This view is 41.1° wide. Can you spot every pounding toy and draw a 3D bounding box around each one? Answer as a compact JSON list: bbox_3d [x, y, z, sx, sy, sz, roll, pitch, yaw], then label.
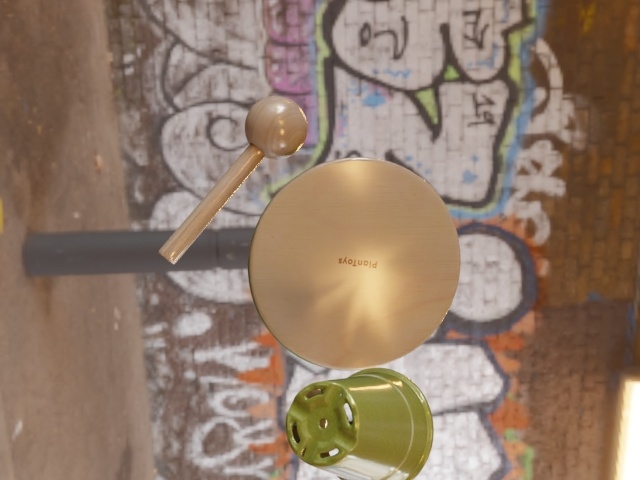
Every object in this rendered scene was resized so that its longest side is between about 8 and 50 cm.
[{"bbox_3d":[0.000,0.000,0.758,0.183,0.237,0.110,-55,-167,1],"label":"pounding toy"}]

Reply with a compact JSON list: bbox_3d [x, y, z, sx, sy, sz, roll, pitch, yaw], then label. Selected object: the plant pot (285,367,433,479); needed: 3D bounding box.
[{"bbox_3d":[0.018,0.118,0.541,0.079,0.083,0.083,25,59,-58],"label":"plant pot"}]
